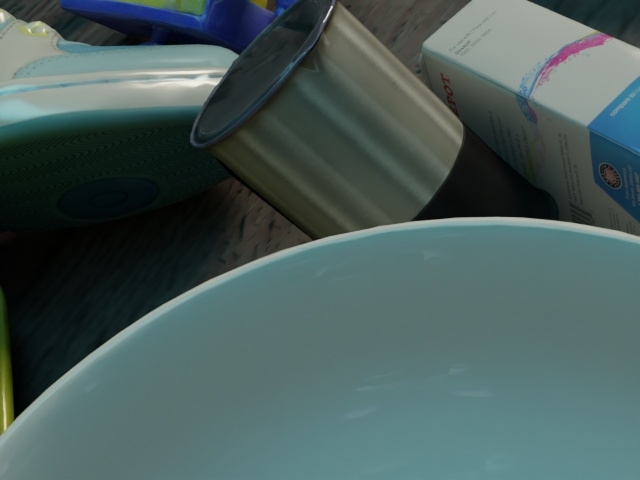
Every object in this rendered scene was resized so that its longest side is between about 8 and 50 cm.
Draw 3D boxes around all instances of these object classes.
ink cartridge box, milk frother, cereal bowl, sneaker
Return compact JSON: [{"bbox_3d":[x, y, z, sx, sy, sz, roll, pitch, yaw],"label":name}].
[{"bbox_3d":[0.109,-0.047,0.540,0.052,0.088,0.122,-44,51,-17],"label":"ink cartridge box"},{"bbox_3d":[0.000,0.000,0.509,0.129,0.135,0.143,-27,29,48],"label":"milk frother"},{"bbox_3d":[0.033,0.164,0.361,0.339,0.141,0.339,-9,50,11],"label":"cereal bowl"},{"bbox_3d":[-0.189,-0.111,0.623,0.319,0.127,0.208,-7,70,-2],"label":"sneaker"}]

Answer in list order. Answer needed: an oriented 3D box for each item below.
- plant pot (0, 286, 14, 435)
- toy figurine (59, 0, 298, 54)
[{"bbox_3d":[-0.243,0.079,0.485,0.227,0.207,0.228,-20,49,4],"label":"plant pot"},{"bbox_3d":[-0.113,-0.184,0.674,0.362,0.191,0.217,13,98,29],"label":"toy figurine"}]
